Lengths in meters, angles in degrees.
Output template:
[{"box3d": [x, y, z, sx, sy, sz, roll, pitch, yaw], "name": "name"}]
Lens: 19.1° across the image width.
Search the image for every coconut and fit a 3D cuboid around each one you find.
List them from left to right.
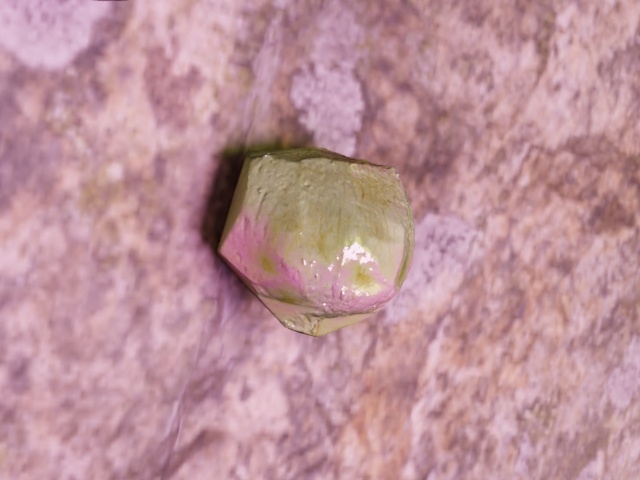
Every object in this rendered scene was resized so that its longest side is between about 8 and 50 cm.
[{"box3d": [0.000, 0.000, 0.808, 0.083, 0.082, 0.081, 16, 82, -45], "name": "coconut"}]
